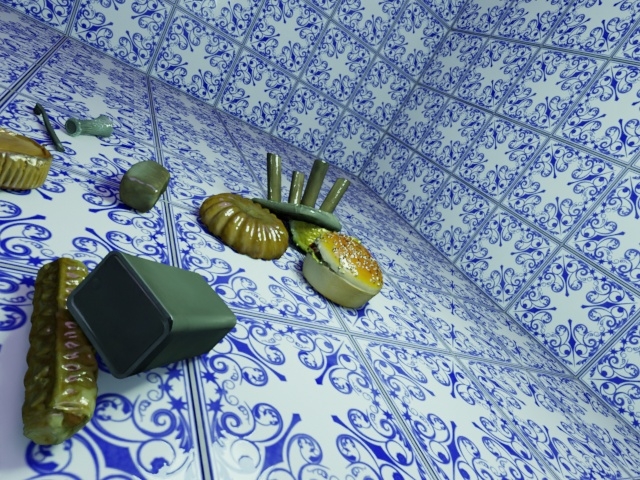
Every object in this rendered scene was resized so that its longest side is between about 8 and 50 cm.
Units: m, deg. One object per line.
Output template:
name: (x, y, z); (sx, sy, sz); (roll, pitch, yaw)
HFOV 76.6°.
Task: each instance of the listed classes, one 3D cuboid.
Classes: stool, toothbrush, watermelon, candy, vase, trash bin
stool: (-0.066, -0.179, 1.592); (0.311, 0.225, 0.310); (15, -4, 27)
toothbrush: (-0.858, -0.357, 1.279); (0.297, 0.030, 0.030); (45, 4, 31)
watermelon: (0.000, 0.000, 1.552); (0.302, 0.129, 0.123); (18, 26, -20)
candy: (-0.519, -0.167, 1.206); (0.104, 0.102, 0.234); (25, 20, -18)
vase: (-0.797, -0.391, 1.391); (0.081, 0.081, 0.149); (33, 21, 5)
trash bin: (-0.271, 0.123, 0.703); (0.164, 0.122, 0.240); (45, 3, 15)

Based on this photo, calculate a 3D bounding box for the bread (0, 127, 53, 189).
bread: (-0.729, -0.186, 0.918); (0.199, 0.104, 0.199); (27, 14, -7)

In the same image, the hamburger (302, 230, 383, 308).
hamburger: (0.079, 0.089, 1.378); (0.301, 0.176, 0.300); (30, 18, -10)

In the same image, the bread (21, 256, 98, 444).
bread: (-0.398, 0.143, 0.625); (0.367, 0.084, 0.077); (49, -16, 47)

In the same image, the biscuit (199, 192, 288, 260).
biscuit: (-0.246, -0.060, 1.378); (0.326, 0.107, 0.325); (31, 20, -12)
